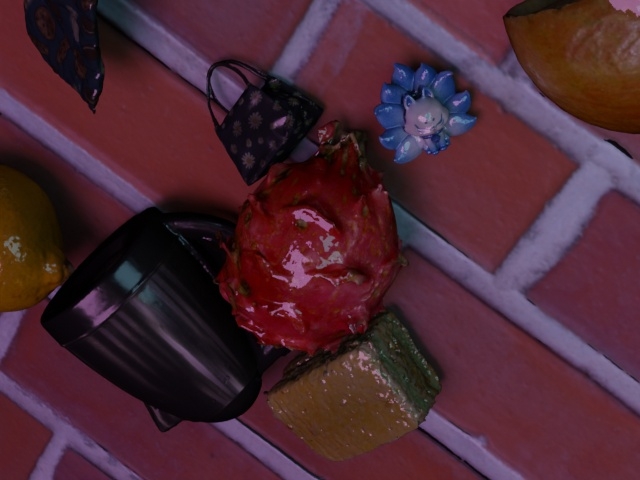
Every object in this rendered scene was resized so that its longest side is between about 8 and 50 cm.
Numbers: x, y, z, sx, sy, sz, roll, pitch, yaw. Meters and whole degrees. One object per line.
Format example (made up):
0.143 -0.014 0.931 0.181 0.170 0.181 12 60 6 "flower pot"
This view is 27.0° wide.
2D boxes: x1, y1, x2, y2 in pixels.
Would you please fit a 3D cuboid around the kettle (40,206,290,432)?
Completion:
-0.173 0.106 1.677 0.271 0.251 0.207 47 159 -15 "kettle"

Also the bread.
0.042 0.183 1.644 0.196 0.102 0.138 -34 97 40 "bread"

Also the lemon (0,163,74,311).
-0.423 -0.003 1.715 0.244 0.187 0.187 32 128 20 "lemon"

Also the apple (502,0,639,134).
0.344 -0.212 1.246 0.346 0.254 0.179 -20 65 33 "apple"

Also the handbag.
-0.079 -0.153 1.537 0.139 0.072 0.115 49 130 10 "handbag"

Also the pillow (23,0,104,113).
-0.295 -0.292 1.507 0.189 0.034 0.256 47 143 37 "pillow"

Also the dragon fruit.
0.000 0.000 1.503 0.210 0.205 0.268 28 99 58 "dragon fruit"

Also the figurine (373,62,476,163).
0.105 -0.145 1.432 0.114 0.079 0.114 -1 113 -2 "figurine"
